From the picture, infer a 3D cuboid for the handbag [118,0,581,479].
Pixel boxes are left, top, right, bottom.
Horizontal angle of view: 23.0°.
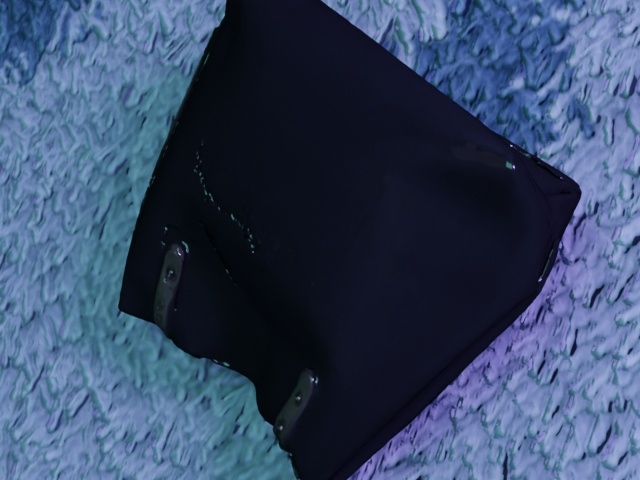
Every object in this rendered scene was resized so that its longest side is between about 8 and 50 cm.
[{"bbox_3d":[0.000,0.000,1.145,0.342,0.152,0.288,41,102,36],"label":"handbag"}]
